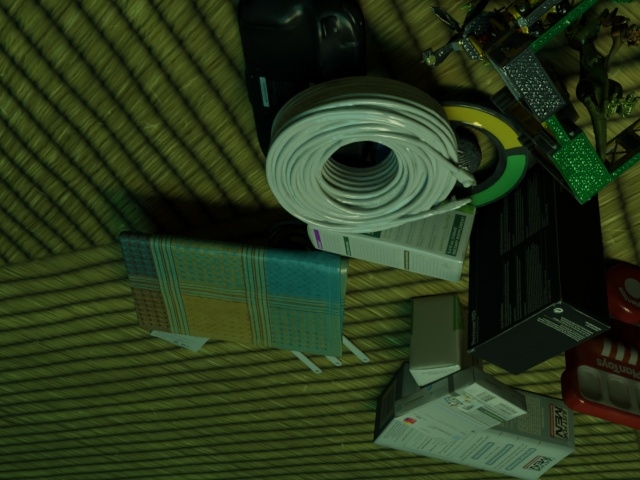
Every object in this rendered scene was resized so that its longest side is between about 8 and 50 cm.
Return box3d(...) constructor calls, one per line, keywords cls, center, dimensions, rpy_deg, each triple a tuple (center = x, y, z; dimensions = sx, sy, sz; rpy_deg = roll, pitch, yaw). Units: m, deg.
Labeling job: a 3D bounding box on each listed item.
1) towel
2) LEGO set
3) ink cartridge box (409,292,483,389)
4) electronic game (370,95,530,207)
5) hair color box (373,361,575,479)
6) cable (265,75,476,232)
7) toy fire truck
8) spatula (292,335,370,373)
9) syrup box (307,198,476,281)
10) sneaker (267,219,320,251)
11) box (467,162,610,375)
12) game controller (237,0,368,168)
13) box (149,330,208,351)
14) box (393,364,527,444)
box3d(cls="towel", center=(-0.138, 0.089, 1.500), dimensions=(0.369, 0.040, 0.272), rpy_deg=(8, 140, 4))
box3d(cls="LEGO set", center=(0.298, -0.222, 1.075), dimensions=(0.255, 0.192, 0.331), rpy_deg=(-45, 126, 13))
box3d(cls="ink cartridge box", center=(0.235, 0.221, 1.638), dimensions=(0.093, 0.154, 0.212), rpy_deg=(-9, 139, 18))
box3d(cls="electronic game", center=(0.186, -0.120, 1.288), dimensions=(0.229, 0.048, 0.229), rpy_deg=(5, 143, 4))
box3d(cls="hair color box", center=(0.318, 0.384, 1.873), dimensions=(0.374, 0.114, 0.185), rpy_deg=(15, 143, -8))
box3d(cls="cable", center=(0.055, -0.112, 1.197), dimensions=(0.257, 0.089, 0.257), rpy_deg=(-19, 138, 23))
box3d(cls="toy fire truck", center=(0.527, 0.203, 1.476), dimensions=(0.302, 0.254, 0.169), rpy_deg=(19, 142, -14))
box3d(cls="spatula", center=(-0.015, 0.198, 1.771), dimensions=(0.168, 0.019, 0.242), rpy_deg=(-18, 136, 29))
box3d(cls="syrup box", center=(0.106, -0.020, 1.348), dimensions=(0.236, 0.093, 0.096), rpy_deg=(14, 160, 10))
box3d(cls="sneaker", center=(0.000, 0.000, 1.457), dimensions=(0.188, 0.078, 0.067), rpy_deg=(-10, 140, 22))
box3d(cls="box", center=(0.308, 0.035, 1.291), dimensions=(0.103, 0.261, 0.184), rpy_deg=(28, 140, -24))
box3d(cls="game controller", center=(-0.020, -0.207, 1.218), dimensions=(0.166, 0.067, 0.319), rpy_deg=(15, 145, 15))
box3d(cls="box", center=(-0.252, 0.140, 1.682), dimensions=(0.101, 0.087, 0.102), rpy_deg=(24, 141, -18))
box3d(cls="box", center=(0.245, 0.294, 1.573), dimensions=(0.145, 0.038, 0.186), rpy_deg=(31, 132, -30))
